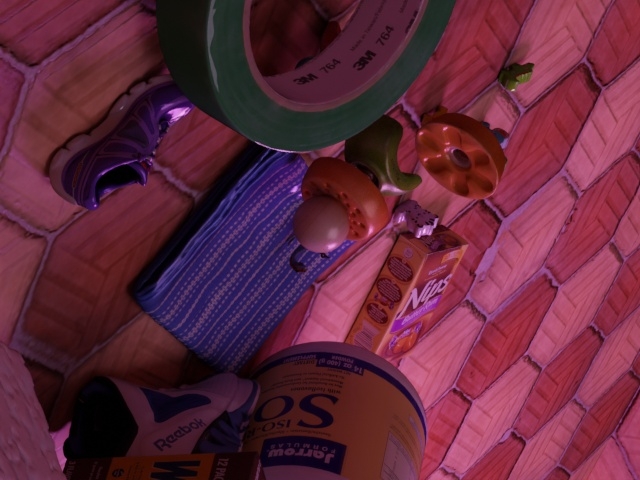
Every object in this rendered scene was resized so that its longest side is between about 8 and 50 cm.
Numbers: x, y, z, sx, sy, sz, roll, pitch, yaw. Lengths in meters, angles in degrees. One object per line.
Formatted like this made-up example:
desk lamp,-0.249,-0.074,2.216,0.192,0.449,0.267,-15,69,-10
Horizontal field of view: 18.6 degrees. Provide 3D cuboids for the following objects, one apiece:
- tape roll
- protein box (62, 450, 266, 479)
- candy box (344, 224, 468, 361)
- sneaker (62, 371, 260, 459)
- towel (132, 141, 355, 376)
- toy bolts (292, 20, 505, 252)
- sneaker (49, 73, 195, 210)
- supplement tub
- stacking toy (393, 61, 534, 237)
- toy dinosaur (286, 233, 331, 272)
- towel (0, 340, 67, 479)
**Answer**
tape roll,-0.003,-0.241,1.793,0.321,0.077,0.321,-27,132,-34
protein box,-0.147,0.328,1.930,0.136,0.201,0.199,-78,160,-49
candy box,0.111,0.073,2.546,0.109,0.053,0.186,-12,133,-54
sneaker,-0.176,0.198,2.124,0.315,0.182,0.127,-81,-163,-76
towel,-0.073,0.025,2.170,0.243,0.040,0.336,-50,156,-5
toy bolts,0.049,-0.091,1.992,0.158,0.218,0.228,-48,129,-31
sneaker,-0.171,-0.086,1.807,0.170,0.071,0.068,-44,154,-21
supplement tub,-0.009,0.303,2.271,0.331,0.241,0.241,-75,-178,-53
stacking toy,0.187,-0.114,2.428,0.221,0.052,0.167,-31,148,-41
toy dinosaur,0.000,0.000,2.185,0.082,0.047,0.090,-42,175,32
towel,-0.299,0.213,1.707,0.053,0.331,0.317,-27,159,9
